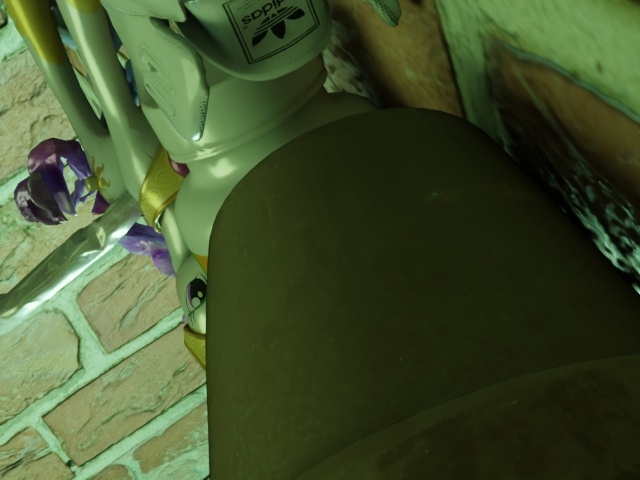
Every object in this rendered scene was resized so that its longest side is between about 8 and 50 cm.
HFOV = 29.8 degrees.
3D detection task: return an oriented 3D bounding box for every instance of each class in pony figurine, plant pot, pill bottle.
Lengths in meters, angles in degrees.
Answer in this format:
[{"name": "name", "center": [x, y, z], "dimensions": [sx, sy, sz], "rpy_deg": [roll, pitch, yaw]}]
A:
[{"name": "pony figurine", "center": [-0.141, -0.050, 0.937], "dimensions": [0.351, 0.303, 0.363], "rpy_deg": [-10, 99, 69]}, {"name": "plant pot", "center": [0.047, 0.071, 0.518], "dimensions": [0.263, 0.263, 0.229], "rpy_deg": [73, 177, -57]}, {"name": "pill bottle", "center": [0.000, 0.000, 0.703], "dimensions": [0.245, 0.136, 0.136], "rpy_deg": [60, 168, -22]}]

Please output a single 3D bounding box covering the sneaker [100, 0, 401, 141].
[{"name": "sneaker", "center": [-0.022, -0.129, 0.450], "dimensions": [0.366, 0.137, 0.210], "rpy_deg": [50, 169, 52]}]
